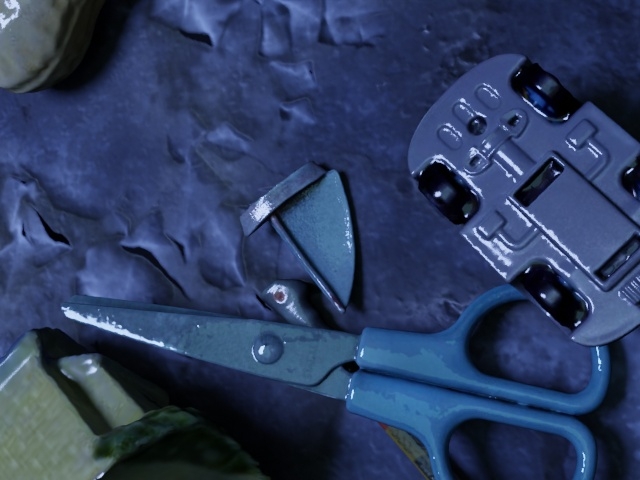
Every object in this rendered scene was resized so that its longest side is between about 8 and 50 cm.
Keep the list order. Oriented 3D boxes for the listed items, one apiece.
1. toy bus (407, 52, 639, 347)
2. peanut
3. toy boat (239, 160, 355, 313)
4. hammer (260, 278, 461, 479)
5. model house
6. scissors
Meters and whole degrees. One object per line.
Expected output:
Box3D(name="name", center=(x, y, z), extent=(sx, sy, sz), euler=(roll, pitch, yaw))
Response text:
Box3D(name="toy bus", center=(0.173, -0.027, 0.639), extent=(0.126, 0.136, 0.209), euler=(-47, 67, 11))
Box3D(name="peanut", center=(-0.225, -0.260, 0.794), extent=(0.125, 0.111, 0.274), euler=(39, 96, 30))
Box3D(name="toy boat", center=(0.000, 0.001, 0.750), extent=(0.096, 0.034, 0.122), euler=(-38, 83, -1))
Box3D(name="hammer", center=(0.054, 0.141, 0.726), extent=(0.111, 0.033, 0.288), euler=(-43, 76, 10))
Box3D(name="model house", center=(-0.224, 0.234, 0.730), extent=(0.321, 0.261, 0.266), euler=(-49, 49, -8))
Box3D(name="scissors", center=(-0.002, 0.096, 0.705), extent=(0.447, 0.029, 0.193), euler=(11, 78, 10))
